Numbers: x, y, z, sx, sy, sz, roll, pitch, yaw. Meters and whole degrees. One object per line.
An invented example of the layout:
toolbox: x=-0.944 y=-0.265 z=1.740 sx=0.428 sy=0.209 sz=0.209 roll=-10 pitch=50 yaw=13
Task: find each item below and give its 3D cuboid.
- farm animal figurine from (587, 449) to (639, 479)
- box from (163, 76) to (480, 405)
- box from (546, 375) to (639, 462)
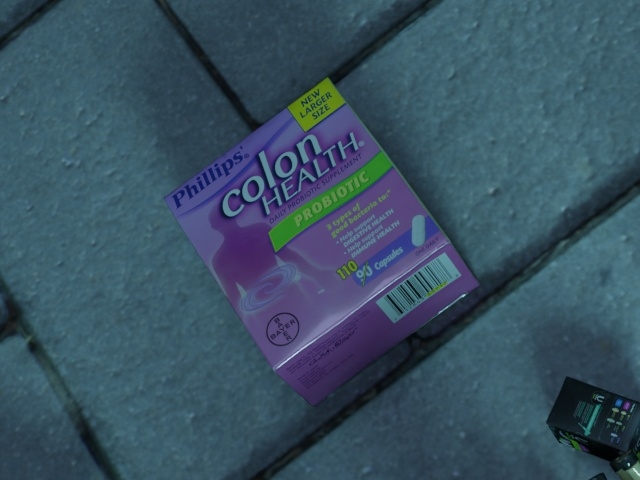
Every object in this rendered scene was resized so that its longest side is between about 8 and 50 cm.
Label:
farm animal figurine: x=0.184 y=0.338 z=1.528 sx=0.330 sy=0.327 sz=0.172 roll=-36 pitch=81 yaw=9
box: x=0.000 y=0.000 z=1.834 sx=0.213 sy=0.117 sz=0.243 roll=-36 pitch=59 yaw=3
box: x=0.262 y=0.171 z=1.685 sx=0.083 sy=0.062 sz=0.052 roll=18 pitch=74 yaw=27
